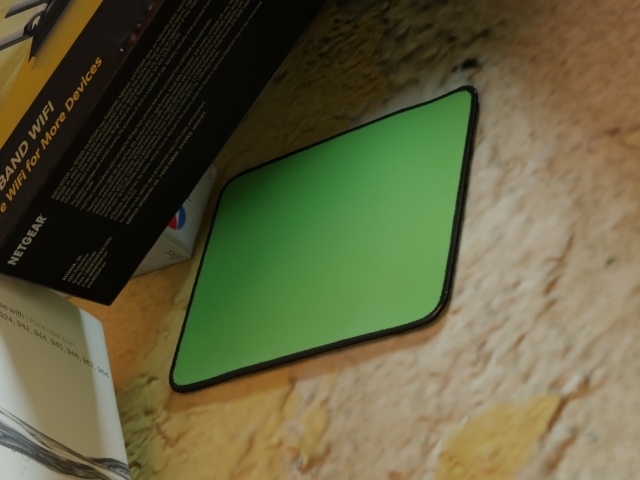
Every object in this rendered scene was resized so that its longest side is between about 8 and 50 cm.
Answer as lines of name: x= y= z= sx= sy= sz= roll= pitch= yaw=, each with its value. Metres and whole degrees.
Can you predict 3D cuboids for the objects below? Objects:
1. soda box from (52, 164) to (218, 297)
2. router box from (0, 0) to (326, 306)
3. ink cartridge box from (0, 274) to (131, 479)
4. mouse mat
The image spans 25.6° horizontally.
soda box: x=-0.170 y=-0.011 z=0.890 sx=0.216 sy=0.074 sz=0.069 roll=-17 pitch=47 yaw=39
router box: x=-0.096 y=-0.160 z=0.750 sx=0.309 sy=0.081 sz=0.243 roll=-53 pitch=41 yaw=19
ink cartridge box: x=-0.192 y=0.167 z=0.684 sx=0.198 sy=0.115 sz=0.272 roll=-36 pitch=44 yaw=19
mouse mat: x=0.000 y=0.000 z=0.750 sx=0.190 sy=0.007 sz=0.152 roll=-18 pitch=46 yaw=36
